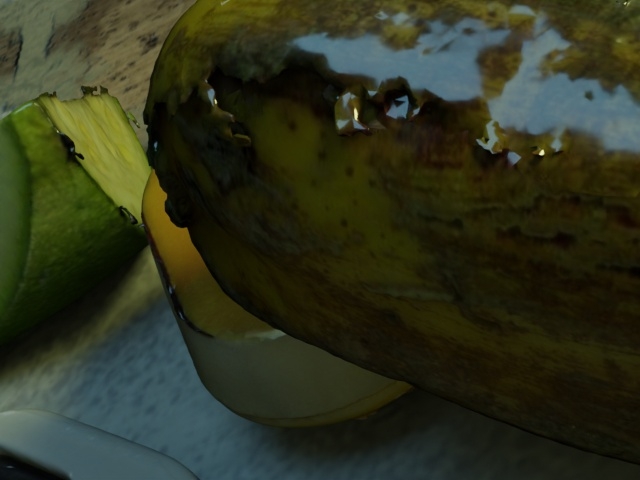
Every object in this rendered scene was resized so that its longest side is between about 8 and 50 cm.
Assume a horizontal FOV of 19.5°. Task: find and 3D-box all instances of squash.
[{"bbox_3d":[-0.232,0.025,1.092,0.289,0.111,0.203,-29,2,9],"label":"squash"}]

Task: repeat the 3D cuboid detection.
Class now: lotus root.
[{"bbox_3d":[0.110,-0.012,0.710,0.398,0.196,0.179,13,73,19],"label":"lotus root"}]

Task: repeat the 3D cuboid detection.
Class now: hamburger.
[{"bbox_3d":[0.000,0.000,0.921,0.173,0.116,0.210,-41,39,8],"label":"hamburger"}]

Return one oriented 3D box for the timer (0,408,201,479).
[{"bbox_3d":[-0.156,0.204,0.849,0.237,0.087,0.262,12,58,48],"label":"timer"}]
